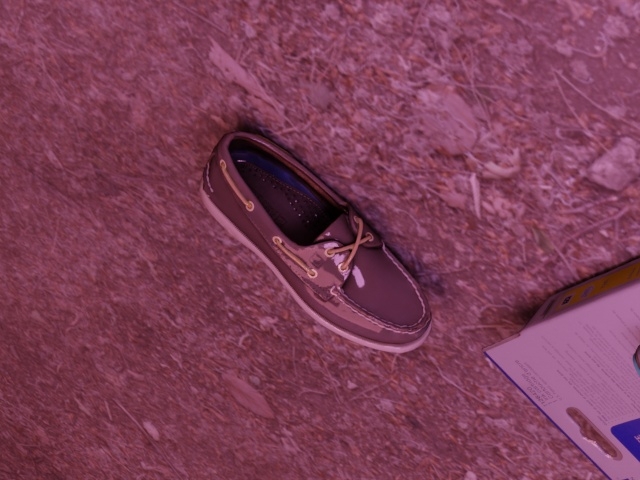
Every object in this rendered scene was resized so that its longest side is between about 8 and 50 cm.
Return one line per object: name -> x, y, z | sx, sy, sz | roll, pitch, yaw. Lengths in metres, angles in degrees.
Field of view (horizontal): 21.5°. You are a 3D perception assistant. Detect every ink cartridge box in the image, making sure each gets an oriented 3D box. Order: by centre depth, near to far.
ink cartridge box -> 0.369, 0.162, 1.776 | 0.303, 0.072, 0.307 | 45, 149, -11

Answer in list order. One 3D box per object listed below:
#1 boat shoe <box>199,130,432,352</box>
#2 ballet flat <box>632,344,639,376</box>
boat shoe -> 0.000, 0.000, 1.915 | 0.324, 0.116, 0.096 | 41, 152, 9
ballet flat -> 0.392, 0.168, 1.654 | 0.068, 0.072, 0.213 | -33, 107, 28
